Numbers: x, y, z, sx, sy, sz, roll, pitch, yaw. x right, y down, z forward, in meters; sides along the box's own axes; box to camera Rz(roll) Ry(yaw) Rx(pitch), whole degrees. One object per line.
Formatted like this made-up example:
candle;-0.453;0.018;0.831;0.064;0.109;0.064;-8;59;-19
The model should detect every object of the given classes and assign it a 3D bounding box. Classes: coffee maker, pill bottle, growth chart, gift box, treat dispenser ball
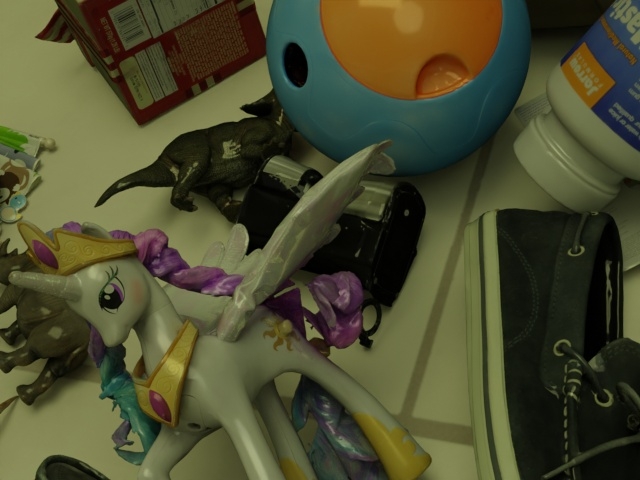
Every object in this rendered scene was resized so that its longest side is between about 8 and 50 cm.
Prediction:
coffee maker;0.000;0.000;1.101;0.178;0.120;0.171;13;57;29
pill bottle;0.313;-0.154;0.971;0.272;0.152;0.152;-49;40;28
growth chart;-0.460;-0.066;1.385;0.172;0.021;0.237;11;56;25
gift box;-0.262;-0.347;1.400;0.276;0.255;0.258;-27;49;-13
treat dispenser ball;0.085;-0.214;1.119;0.288;0.288;0.288;-10;48;11

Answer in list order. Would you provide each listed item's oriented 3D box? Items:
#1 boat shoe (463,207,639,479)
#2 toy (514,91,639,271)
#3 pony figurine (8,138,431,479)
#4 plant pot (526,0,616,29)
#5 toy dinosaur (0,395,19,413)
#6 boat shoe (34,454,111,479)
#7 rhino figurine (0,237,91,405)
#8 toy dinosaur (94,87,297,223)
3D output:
boat shoe;0.217;0.154;0.855;0.156;0.187;0.500;-13;42;16
toy;0.325;-0.080;1.097;0.136;0.056;0.237;-28;54;5
pony figurine;-0.063;0.090;0.900;0.303;0.363;0.351;-34;-1;39
plant pot;0.255;-0.388;1.250;0.280;0.323;0.323;-12;46;30
toy dinosaur;-0.413;0.240;1.076;0.211;0.064;0.112;-29;46;-7
boat shoe;-0.136;0.287;0.874;0.306;0.105;0.113;30;24;31
rhino figurine;-0.334;0.073;1.186;0.106;0.073;0.243;-32;47;-4
toy dinosaur;-0.120;-0.096;1.251;0.313;0.121;0.160;-29;35;0
